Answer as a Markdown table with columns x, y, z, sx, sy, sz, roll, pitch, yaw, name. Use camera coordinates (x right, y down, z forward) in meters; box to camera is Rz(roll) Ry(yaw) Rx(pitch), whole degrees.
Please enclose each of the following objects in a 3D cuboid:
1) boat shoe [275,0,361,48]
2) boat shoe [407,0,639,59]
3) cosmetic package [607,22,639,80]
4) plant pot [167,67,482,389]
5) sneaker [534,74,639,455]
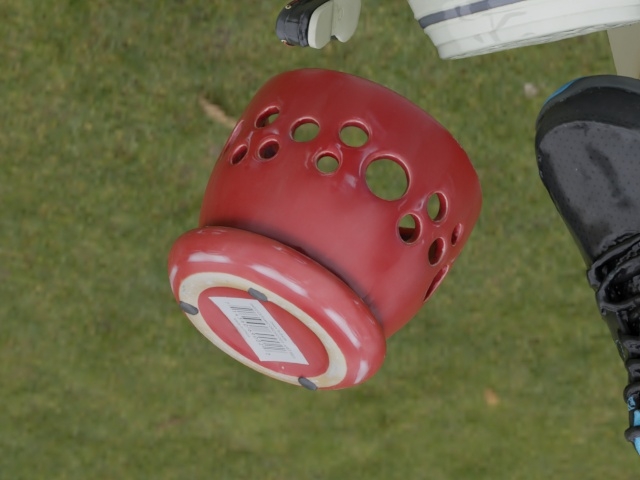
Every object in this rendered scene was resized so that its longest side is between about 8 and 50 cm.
| x | y | z | sx | sy | sz | roll | pitch | yaw | name |
| --- | --- | --- | --- | --- | --- | --- | --- | --- | --- |
| 0.001 | -0.197 | 1.362 | 0.042 | 0.133 | 0.049 | 12 | 110 | 19 | boat shoe |
| 0.155 | -0.203 | 0.932 | 0.187 | 0.500 | 0.156 | -11 | 96 | 19 | boat shoe |
| 0.344 | -0.222 | 1.424 | 0.113 | 0.309 | 0.160 | 12 | 124 | -4 | cosmetic package |
| 0.000 | 0.000 | 1.111 | 0.191 | 0.174 | 0.191 | 21 | 150 | 13 | plant pot |
| 0.229 | 0.054 | 0.924 | 0.341 | 0.140 | 0.125 | 56 | 139 | 4 | sneaker |
